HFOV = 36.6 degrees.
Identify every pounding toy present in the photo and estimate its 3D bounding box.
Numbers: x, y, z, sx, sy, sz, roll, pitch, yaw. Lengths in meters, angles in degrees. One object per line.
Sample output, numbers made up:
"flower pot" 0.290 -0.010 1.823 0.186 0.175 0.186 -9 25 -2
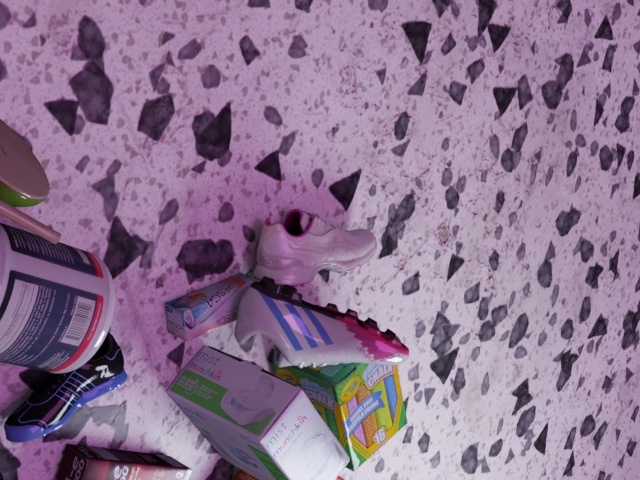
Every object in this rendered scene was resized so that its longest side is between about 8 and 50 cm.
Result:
"pounding toy" -0.470 -0.079 1.323 0.110 0.237 0.183 -39 135 9

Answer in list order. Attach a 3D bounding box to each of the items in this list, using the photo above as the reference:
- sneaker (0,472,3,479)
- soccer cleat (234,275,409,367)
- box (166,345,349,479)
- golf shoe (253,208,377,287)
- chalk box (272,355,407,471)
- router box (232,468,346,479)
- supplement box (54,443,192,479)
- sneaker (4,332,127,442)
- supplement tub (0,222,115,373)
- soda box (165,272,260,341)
"sneaker" -0.502 0.398 1.523 0.152 0.058 0.084 13 102 -41
"soccer cleat" -0.003 0.184 1.784 0.331 0.116 0.143 23 94 -11
"box" -0.111 0.334 1.766 0.127 0.262 0.231 -50 134 -23
"golf shoe" 0.000 0.000 1.890 0.306 0.115 0.140 -16 111 -44
"chalk box" 0.035 0.276 1.940 0.179 0.180 0.289 -35 124 -35
"router box" -0.079 0.590 2.001 0.301 0.082 0.335 -57 136 -12
"supplement box" -0.350 0.437 1.687 0.239 0.073 0.130 21 88 -47
"sneaker" -0.414 0.230 1.553 0.232 0.081 0.090 -34 123 -43
"supplement tub" -0.450 0.076 1.376 0.272 0.191 0.191 24 85 -48
"soda box" -0.192 0.119 1.762 0.183 0.058 0.063 -22 118 -41
